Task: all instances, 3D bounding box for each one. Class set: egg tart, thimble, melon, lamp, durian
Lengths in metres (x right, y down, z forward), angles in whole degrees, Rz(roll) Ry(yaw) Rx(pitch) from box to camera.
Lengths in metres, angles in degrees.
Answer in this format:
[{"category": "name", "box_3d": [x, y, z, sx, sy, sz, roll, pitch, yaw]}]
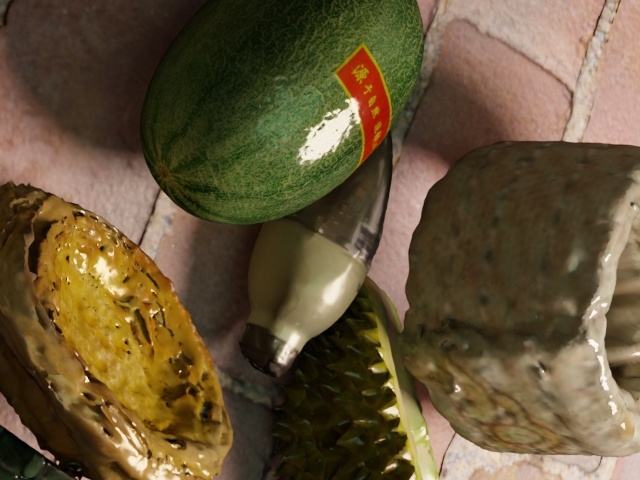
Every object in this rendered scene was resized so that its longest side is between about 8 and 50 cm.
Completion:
[{"category": "egg tart", "box_3d": [-0.177, 0.085, 1.228, 0.107, 0.290, 0.291, -31, 121, 14]}, {"category": "thimble", "box_3d": [0.213, 0.054, 1.466, 0.291, 0.195, 0.291, 0, 90, -59]}, {"category": "melon", "box_3d": [-0.022, -0.133, 1.317, 0.287, 0.182, 0.182, -49, 122, -22]}, {"category": "lamp", "box_3d": [0.000, 0.000, 1.403, 0.101, 0.101, 0.250, 39, 70, -34]}, {"category": "durian", "box_3d": [0.066, 0.206, 1.454, 0.169, 0.158, 0.351, -28, 109, -43]}]

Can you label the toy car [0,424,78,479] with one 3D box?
[{"category": "toy car", "box_3d": [-0.268, 0.195, 1.215, 0.136, 0.125, 0.306, -54, 146, -11]}]
